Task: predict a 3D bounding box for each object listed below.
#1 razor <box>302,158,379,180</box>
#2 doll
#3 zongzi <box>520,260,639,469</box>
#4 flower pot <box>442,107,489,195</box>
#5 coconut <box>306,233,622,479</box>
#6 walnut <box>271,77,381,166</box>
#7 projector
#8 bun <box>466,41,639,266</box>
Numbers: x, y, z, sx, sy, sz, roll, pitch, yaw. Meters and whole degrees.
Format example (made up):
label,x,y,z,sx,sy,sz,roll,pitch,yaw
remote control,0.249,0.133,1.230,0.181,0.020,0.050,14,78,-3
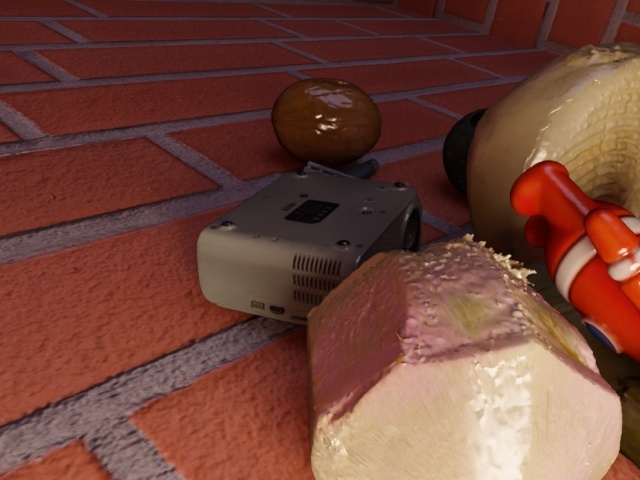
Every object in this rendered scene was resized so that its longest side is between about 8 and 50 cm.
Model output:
label,x,y,z,sx,sy,sz,roll,pitch,yaw
razor,0.058,-0.108,1.093,0.106,0.068,0.232,22,24,17
doll,0.257,0.086,0.464,0.200,0.105,0.336,43,15,-56
zongzi,0.276,0.154,0.615,0.393,0.174,0.356,-11,42,3
flower pot,0.341,-0.154,1.162,0.243,0.157,0.189,-2,30,-21
coconut,0.104,0.124,0.503,0.233,0.233,0.245,6,26,-10
walnut,0.013,-0.217,1.156,0.207,0.167,0.167,4,29,-10
projector,0.000,0.000,0.773,0.198,0.108,0.250,10,26,23
bun,0.353,-0.119,0.932,0.364,0.364,0.202,-9,31,-32
